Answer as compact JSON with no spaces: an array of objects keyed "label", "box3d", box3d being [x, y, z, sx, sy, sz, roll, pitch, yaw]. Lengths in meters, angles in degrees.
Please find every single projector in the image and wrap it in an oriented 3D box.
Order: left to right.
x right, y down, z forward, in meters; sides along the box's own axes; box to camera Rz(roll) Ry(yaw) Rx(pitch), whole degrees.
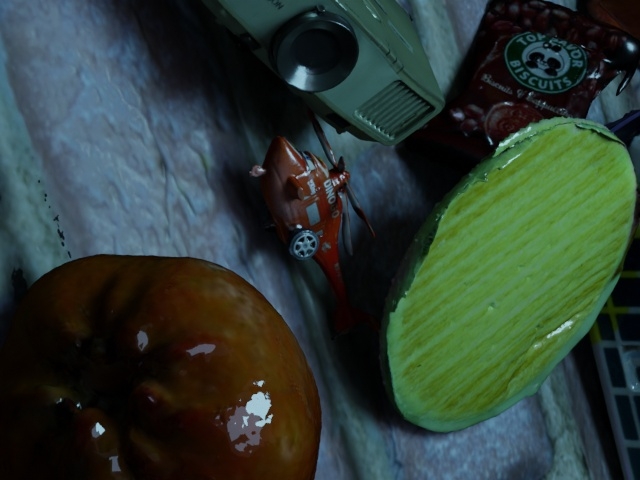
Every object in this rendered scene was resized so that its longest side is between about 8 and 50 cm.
[{"label":"projector","box3d":[-0.021,-0.185,1.193,0.269,0.088,0.193,40,21,-33]}]

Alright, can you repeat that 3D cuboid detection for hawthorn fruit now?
[{"label":"hawthorn fruit","box3d":[-0.096,0.131,1.037,0.261,0.224,0.224,45,51,-57]}]

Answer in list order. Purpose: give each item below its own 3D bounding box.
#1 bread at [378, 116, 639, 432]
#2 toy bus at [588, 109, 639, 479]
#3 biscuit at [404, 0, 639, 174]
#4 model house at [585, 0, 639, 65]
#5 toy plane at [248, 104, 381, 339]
[{"label":"bread","box3d":[0.155,0.028,1.315,0.301,0.045,0.301,-28,136,-30]},{"label":"toy bus","box3d":[0.385,0.069,1.495,0.209,0.249,0.440,-30,110,-42]},{"label":"biscuit","box3d":[0.187,-0.128,1.424,0.151,0.063,0.235,27,58,7]},{"label":"model house","box3d":[0.401,-0.313,1.646,0.196,0.160,0.254,34,59,-36]},{"label":"toy plane","box3d":[-0.004,-0.004,1.248,0.077,0.126,0.194,-27,143,-14]}]
